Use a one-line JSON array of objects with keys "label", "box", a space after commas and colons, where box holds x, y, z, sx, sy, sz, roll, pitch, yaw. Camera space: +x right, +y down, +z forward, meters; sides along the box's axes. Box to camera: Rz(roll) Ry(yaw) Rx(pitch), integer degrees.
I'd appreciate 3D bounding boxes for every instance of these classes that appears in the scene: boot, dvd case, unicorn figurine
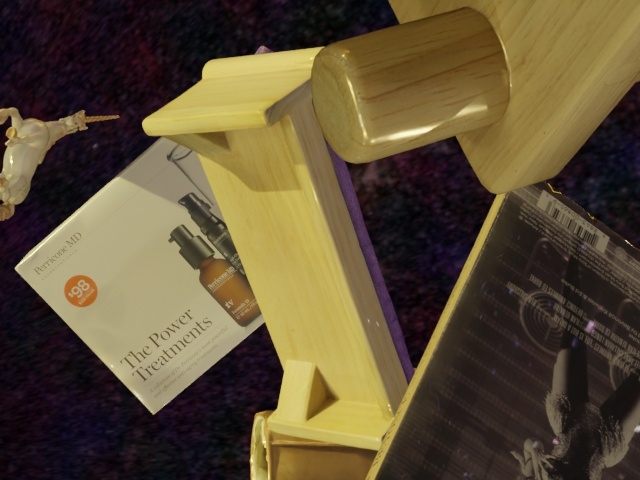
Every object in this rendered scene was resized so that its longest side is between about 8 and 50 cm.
[{"label": "boot", "box": [0.056, 0.215, 1.393, 0.269, 0.089, 0.236, 6, 49, -17]}, {"label": "dvd case", "box": [0.118, 0.086, 0.546, 0.164, 0.018, 0.221, 35, 51, -6]}, {"label": "unicorn figurine", "box": [-0.295, -0.089, 1.235, 0.060, 0.111, 0.162, 41, 97, 15]}]

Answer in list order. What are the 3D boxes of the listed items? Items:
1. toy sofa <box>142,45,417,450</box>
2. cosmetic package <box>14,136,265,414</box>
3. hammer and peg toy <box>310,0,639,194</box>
[{"label": "toy sofa", "box": [0.000, 0.000, 1.141, 0.177, 0.150, 0.362, -41, 121, -41]}, {"label": "cosmetic package", "box": [-0.183, 0.013, 1.697, 0.377, 0.097, 0.284, -41, 99, 6]}, {"label": "hammer and peg toy", "box": [0.051, -0.200, 0.278, 0.127, 0.361, 0.266, -18, 70, -19]}]
